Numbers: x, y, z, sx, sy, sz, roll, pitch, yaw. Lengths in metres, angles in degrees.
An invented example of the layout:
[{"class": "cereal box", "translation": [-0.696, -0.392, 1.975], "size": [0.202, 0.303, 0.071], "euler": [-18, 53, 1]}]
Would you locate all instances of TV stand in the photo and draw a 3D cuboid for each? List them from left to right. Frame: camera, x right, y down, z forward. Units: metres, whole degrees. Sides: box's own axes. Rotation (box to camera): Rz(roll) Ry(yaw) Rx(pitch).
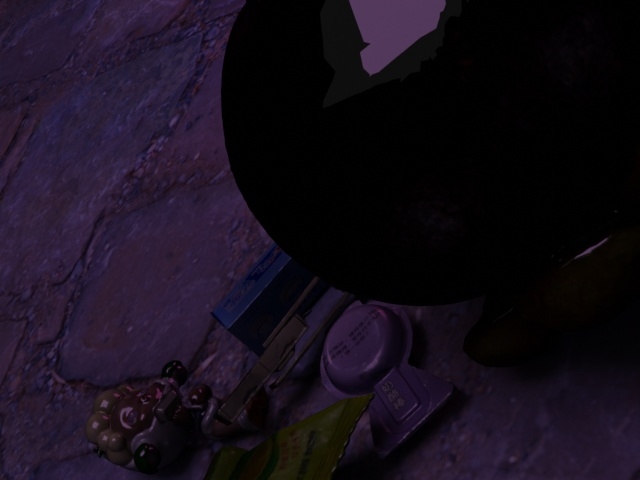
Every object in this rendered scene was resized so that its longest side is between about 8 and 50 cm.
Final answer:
[{"class": "TV stand", "translation": [-0.019, 0.084, 1.145], "size": [0.249, 0.042, 0.036], "euler": [-51, 5, -19]}]

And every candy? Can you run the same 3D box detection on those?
[{"class": "candy", "translation": [-0.044, 0.229, 1.037], "size": [0.246, 0.069, 0.149], "euler": [-40, 23, 50]}]

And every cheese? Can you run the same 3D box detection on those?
[{"class": "cheese", "translation": [0.052, 0.118, 1.072], "size": [0.105, 0.042, 0.191], "euler": [-43, 34, 7]}]

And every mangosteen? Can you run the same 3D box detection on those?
[{"class": "mangosteen", "translation": [0.136, -0.098, 0.907], "size": [0.382, 0.435, 0.382], "euler": [-43, 19, 19]}]

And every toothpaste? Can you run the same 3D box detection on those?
[{"class": "toothpaste", "translation": [0.000, 0.000, 1.221], "size": [0.272, 0.066, 0.053], "euler": [-48, 34, -2]}]

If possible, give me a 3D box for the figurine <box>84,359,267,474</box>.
[{"class": "figurine", "translation": [-0.153, 0.180, 1.184], "size": [0.197, 0.093, 0.147], "euler": [-24, 31, 26]}]
